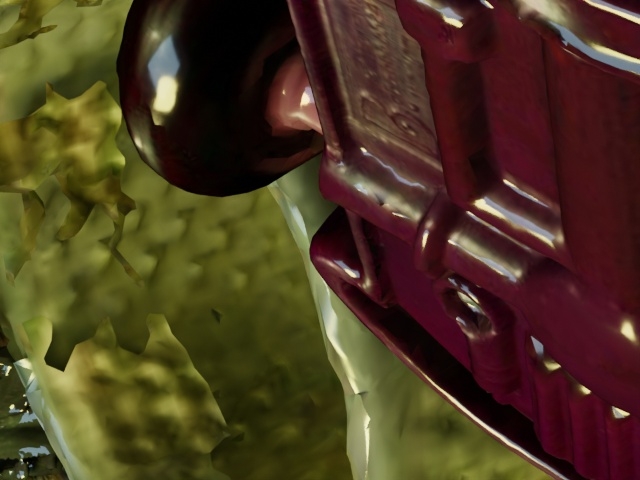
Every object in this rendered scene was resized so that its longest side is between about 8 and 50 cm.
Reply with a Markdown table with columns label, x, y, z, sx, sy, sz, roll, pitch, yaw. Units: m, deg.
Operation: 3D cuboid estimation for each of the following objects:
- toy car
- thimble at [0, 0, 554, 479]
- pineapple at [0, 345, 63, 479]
| label | x | y | z | sx | sy | sz | roll | pitch | yaw |
| --- | --- | --- | --- | --- | --- | --- | --- | --- | --- |
| toy car | 0.110 | -0.079 | 0.384 | 0.271 | 0.240 | 0.340 | 32 | 158 | 24 |
| thimble | 0.000 | 0.000 | 0.651 | 0.271 | 0.150 | 0.271 | 40 | 141 | 42 |
| pineapple | -0.221 | 0.135 | 1.142 | 0.310 | 0.141 | 0.170 | -39 | 76 | 51 |
